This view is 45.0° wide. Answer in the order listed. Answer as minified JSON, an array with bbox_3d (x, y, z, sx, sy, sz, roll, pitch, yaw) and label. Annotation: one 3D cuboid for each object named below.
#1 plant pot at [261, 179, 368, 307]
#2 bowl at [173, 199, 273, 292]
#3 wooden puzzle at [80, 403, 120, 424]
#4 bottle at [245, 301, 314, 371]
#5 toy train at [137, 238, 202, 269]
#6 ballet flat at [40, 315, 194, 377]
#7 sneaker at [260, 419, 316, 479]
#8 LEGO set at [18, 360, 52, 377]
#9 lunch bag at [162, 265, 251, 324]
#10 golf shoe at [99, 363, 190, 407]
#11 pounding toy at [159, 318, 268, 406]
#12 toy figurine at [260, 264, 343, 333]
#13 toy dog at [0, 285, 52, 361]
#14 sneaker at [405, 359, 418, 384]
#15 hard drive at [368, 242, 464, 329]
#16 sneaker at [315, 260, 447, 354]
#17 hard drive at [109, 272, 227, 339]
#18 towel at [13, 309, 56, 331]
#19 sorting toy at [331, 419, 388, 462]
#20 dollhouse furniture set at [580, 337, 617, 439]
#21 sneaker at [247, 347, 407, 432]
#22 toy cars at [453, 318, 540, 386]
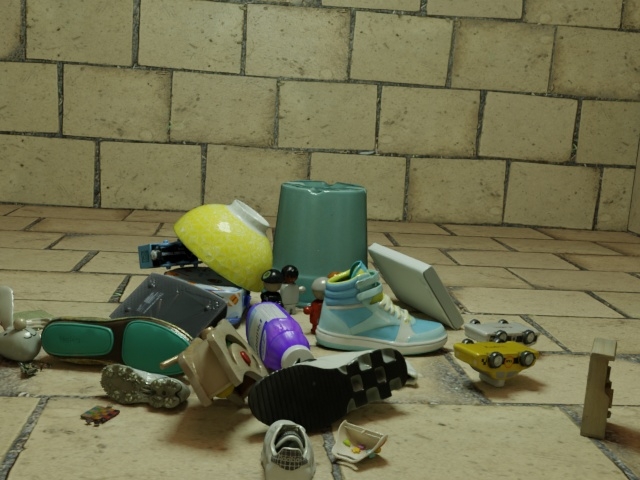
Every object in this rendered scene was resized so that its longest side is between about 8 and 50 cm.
[{"bbox_3d":[0.000,0.000,2.291,0.340,0.334,0.341,3,11,-1],"label":"plant pot"},{"bbox_3d":[-0.224,-0.012,2.030,0.289,0.156,0.289,37,6,-4],"label":"bowl"},{"bbox_3d":[-0.391,0.308,1.372,0.049,0.006,0.083,7,11,19],"label":"wooden puzzle"},{"bbox_3d":[-0.088,0.219,1.661,0.092,0.118,0.283,0,11,-20],"label":"bottle"},{"bbox_3d":[-0.395,0.037,2.067,0.105,0.080,0.184,-6,-1,37],"label":"toy train"},{"bbox_3d":[-0.406,0.215,1.618,0.348,0.123,0.123,5,10,9],"label":"ballet flat"},{"bbox_3d":[-0.047,0.319,1.192,0.090,0.095,0.235,1,9,-6],"label":"sneaker"},{"bbox_3d":[-0.576,0.260,1.554,0.054,0.024,0.083,13,1,34],"label":"LEGO set"},{"bbox_3d":[-0.297,0.144,2.023,0.243,0.115,0.303,6,9,0],"label":"lunch bag"},{"bbox_3d":[-0.328,0.278,1.458,0.176,0.069,0.086,13,-4,17],"label":"golf shoe"},{"bbox_3d":[-0.196,0.250,1.417,0.154,0.154,0.269,-35,2,4],"label":"pounding toy"},{"bbox_3d":[-0.042,0.142,2.009,0.212,0.148,0.209,6,11,17],"label":"toy figurine"},{"bbox_3d":[-0.749,0.152,1.652,0.333,0.161,0.220,2,19,-1],"label":"toy dog"},{"bbox_3d":[0.132,0.275,1.607,0.152,0.054,0.061,1,13,-17],"label":"sneaker"},{"bbox_3d":[0.258,0.121,2.139,0.040,0.203,0.307,-38,23,-12],"label":"hard drive"},{"bbox_3d":[0.152,0.155,1.836,0.318,0.208,0.127,3,9,-5],"label":"sneaker"},{"bbox_3d":[-0.346,0.172,1.783,0.254,0.054,0.172,17,52,34],"label":"hard drive"},{"bbox_3d":[-0.689,0.193,1.847,0.110,0.027,0.148,-7,15,-42],"label":"towel"},{"bbox_3d":[0.057,0.340,1.269,0.083,0.045,0.075,11,20,32],"label":"sorting toy"},{"bbox_3d":[0.609,0.286,1.403,0.241,0.161,0.212,8,11,22],"label":"dollhouse furniture set"},{"bbox_3d":[-0.005,0.277,1.442,0.330,0.123,0.146,-5,-5,-35],"label":"sneaker"},{"bbox_3d":[0.400,0.253,1.750,0.176,0.087,0.393,12,9,15],"label":"toy cars"}]
